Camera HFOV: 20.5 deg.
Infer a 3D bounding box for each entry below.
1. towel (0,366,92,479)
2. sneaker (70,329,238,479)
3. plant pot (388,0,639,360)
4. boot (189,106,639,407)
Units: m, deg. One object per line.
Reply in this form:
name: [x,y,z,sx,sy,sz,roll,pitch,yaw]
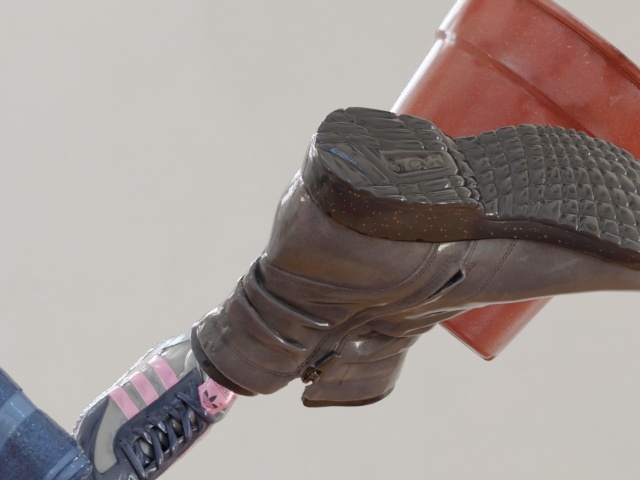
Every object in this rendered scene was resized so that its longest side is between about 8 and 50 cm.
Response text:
towel: [-0.188,0.108,1.010,0.067,0.119,0.029,-51,-11,28]
sneaker: [-0.168,0.189,1.958,0.131,0.112,0.319,-17,23,33]
plant pot: [0.152,-0.056,1.562,0.265,0.272,0.272,-51,-11,0]
boot: [0.091,0.028,1.241,0.338,0.118,0.223,11,-48,-25]
